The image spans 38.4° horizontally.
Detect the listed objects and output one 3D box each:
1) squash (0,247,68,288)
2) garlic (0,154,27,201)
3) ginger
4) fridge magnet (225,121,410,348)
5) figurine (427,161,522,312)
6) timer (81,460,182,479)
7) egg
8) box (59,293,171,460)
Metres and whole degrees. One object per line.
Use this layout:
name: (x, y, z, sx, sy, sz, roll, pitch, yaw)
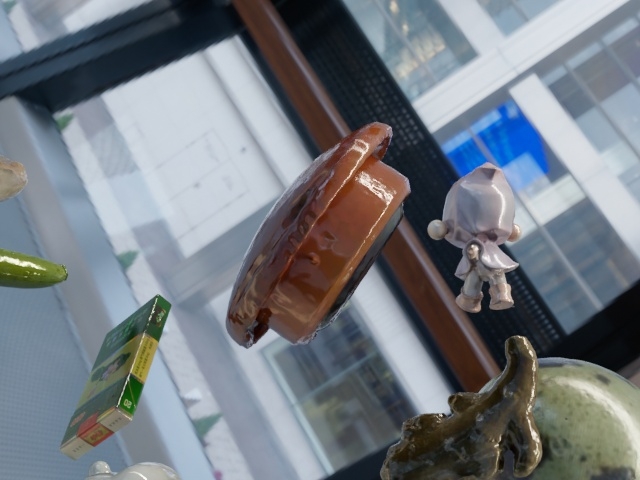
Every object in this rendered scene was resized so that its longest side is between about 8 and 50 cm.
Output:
squash: (-0.510, 0.044, 1.501, 0.201, 0.066, 0.066, 9, 38, -38)
garlic: (-0.588, -0.116, 1.593, 0.195, 0.087, 0.101, 19, 34, -44)
ginger: (0.204, 0.295, 1.305, 0.166, 0.333, 0.080, 53, -2, 24)
fridge magnet: (0.000, 0.000, 1.263, 0.155, 0.363, 0.363, 34, 5, 5)
figurine: (0.304, -0.005, 1.725, 0.133, 0.200, 0.276, 154, -65, -68)
timer: (-0.122, 0.336, 0.890, 0.315, 0.291, 0.291, 31, -1, 17)
egg: (0.472, 0.394, 1.702, 0.428, 0.345, 0.345, 11, 17, -8)
box: (-0.288, 0.189, 1.308, 0.034, 0.132, 0.235, 41, 31, -22)
